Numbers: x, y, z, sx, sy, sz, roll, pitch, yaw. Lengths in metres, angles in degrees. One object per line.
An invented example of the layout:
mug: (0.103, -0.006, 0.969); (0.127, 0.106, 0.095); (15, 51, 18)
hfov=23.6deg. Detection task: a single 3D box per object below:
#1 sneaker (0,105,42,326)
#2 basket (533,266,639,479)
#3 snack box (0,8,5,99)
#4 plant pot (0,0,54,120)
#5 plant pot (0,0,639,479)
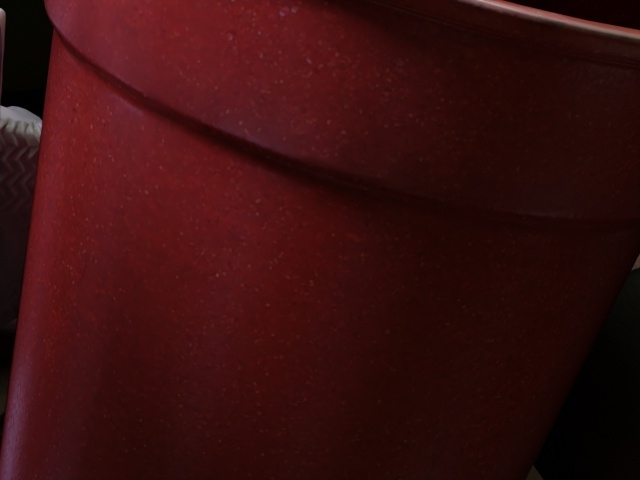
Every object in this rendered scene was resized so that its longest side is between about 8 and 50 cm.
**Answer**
sneaker: (-0.291, -0.041, 0.641); (0.366, 0.137, 0.210); (-6, 33, -39)
basket: (0.198, 0.120, 0.593); (0.204, 0.154, 0.227); (10, 22, -10)
snack box: (-0.142, 0.003, 0.593); (0.022, 0.178, 0.064); (7, 22, -2)
plant pot: (-0.197, -0.145, 0.863); (0.275, 0.275, 0.293); (16, 5, -3)
plant pot: (0.000, 0.000, 0.589); (0.272, 0.265, 0.272); (15, 20, -6)
